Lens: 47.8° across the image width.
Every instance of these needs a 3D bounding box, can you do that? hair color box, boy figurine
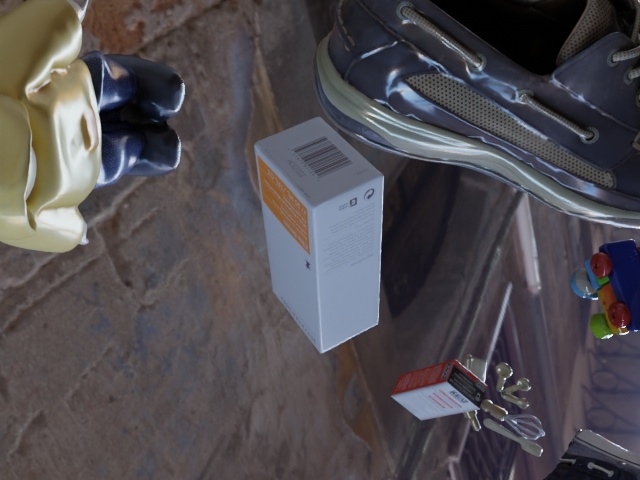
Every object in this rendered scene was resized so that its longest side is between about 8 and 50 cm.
[{"bbox_3d":[0.179,0.230,1.103,0.141,0.072,0.043,-31,-157,54],"label":"hair color box"},{"bbox_3d":[-0.169,-0.074,0.463,0.092,0.177,0.285,8,-166,3],"label":"boy figurine"}]

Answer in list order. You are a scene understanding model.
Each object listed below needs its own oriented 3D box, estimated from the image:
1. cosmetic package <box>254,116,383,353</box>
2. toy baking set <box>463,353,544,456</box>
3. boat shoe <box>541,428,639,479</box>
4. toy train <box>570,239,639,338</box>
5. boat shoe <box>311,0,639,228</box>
[{"bbox_3d":[0.000,0.000,1.521,0.161,0.453,0.230,-26,-130,-20],"label":"cosmetic package"},{"bbox_3d":[0.389,0.369,1.599,0.196,0.256,0.030,-8,-162,47],"label":"toy baking set"},{"bbox_3d":[0.552,0.472,1.310,0.158,0.127,0.340,-44,-166,-12],"label":"boat shoe"},{"bbox_3d":[0.510,0.137,1.220,0.105,0.248,0.143,-7,161,-16],"label":"toy train"},{"bbox_3d":[0.175,-0.107,0.512,0.355,0.130,0.132,11,-130,-9],"label":"boat shoe"}]
